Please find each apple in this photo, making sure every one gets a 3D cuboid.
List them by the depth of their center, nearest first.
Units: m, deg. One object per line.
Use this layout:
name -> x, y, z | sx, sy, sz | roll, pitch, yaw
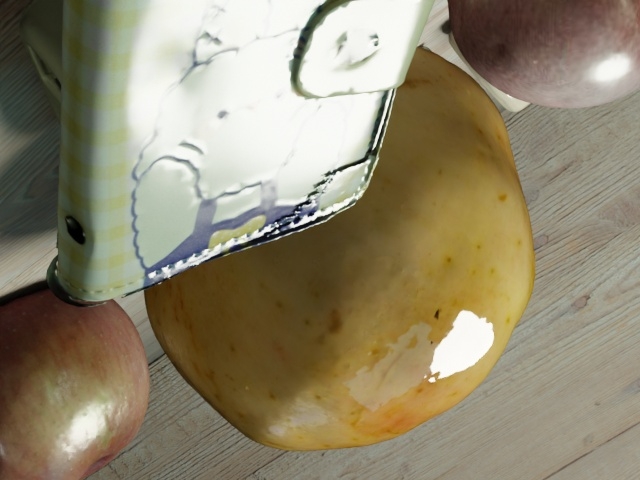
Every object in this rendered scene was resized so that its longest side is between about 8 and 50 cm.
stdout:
apple -> -0.351, 0.198, 1.205 | 0.305, 0.235, 0.306 | -35, 175, -4

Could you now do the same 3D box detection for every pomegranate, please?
pomegranate -> 0.000, 0.000, 0.922 | 0.411, 0.412, 0.411 | -34, 175, -3

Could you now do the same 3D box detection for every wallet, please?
wallet -> -0.038, -0.106, 0.506 | 0.223, 0.077, 0.310 | -21, 147, -31

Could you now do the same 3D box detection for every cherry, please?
cherry -> 0.252, -0.235, 1.006 | 0.239, 0.206, 0.239 | -29, -172, 4

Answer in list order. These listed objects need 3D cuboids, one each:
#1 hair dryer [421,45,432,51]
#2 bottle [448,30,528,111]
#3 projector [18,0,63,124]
hair dryer -> 0.120, -0.234, 1.351 | 0.063, 0.038, 0.124 | -32, -178, -9
bottle -> 0.304, -0.298, 1.278 | 0.236, 0.148, 0.147 | -40, 174, 16
projector -> -0.062, -0.140, 0.646 | 0.259, 0.079, 0.257 | -37, 167, -15
